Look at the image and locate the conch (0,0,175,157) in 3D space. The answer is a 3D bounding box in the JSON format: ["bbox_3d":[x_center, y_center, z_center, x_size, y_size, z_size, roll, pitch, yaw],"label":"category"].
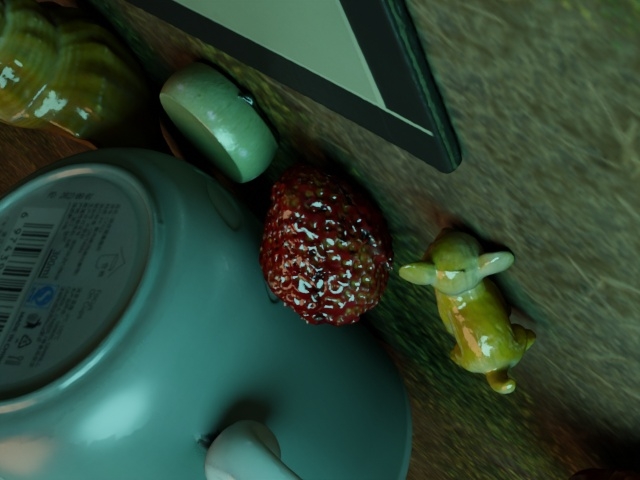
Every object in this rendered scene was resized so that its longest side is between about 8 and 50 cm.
[{"bbox_3d":[-0.156,-0.099,0.991,0.109,0.093,0.330,10,166,37],"label":"conch"}]

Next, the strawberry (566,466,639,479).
[{"bbox_3d":[0.225,0.242,0.759,0.280,0.150,0.253,47,-175,-15],"label":"strawberry"}]

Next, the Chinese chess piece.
[{"bbox_3d":[-0.064,-0.075,0.885,0.084,0.034,0.084,43,167,12],"label":"Chinese chess piece"}]

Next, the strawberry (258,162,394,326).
[{"bbox_3d":[0.000,0.000,0.831,0.083,0.083,0.096,26,152,50],"label":"strawberry"}]

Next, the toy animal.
[{"bbox_3d":[0.080,0.034,0.752,0.083,0.060,0.081,63,-163,-50],"label":"toy animal"}]

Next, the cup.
[{"bbox_3d":[-0.081,0.115,0.910,0.356,0.259,0.274,33,169,45],"label":"cup"}]

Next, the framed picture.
[{"bbox_3d":[-0.085,-0.182,0.697,0.347,0.016,0.265,32,160,41],"label":"framed picture"}]
